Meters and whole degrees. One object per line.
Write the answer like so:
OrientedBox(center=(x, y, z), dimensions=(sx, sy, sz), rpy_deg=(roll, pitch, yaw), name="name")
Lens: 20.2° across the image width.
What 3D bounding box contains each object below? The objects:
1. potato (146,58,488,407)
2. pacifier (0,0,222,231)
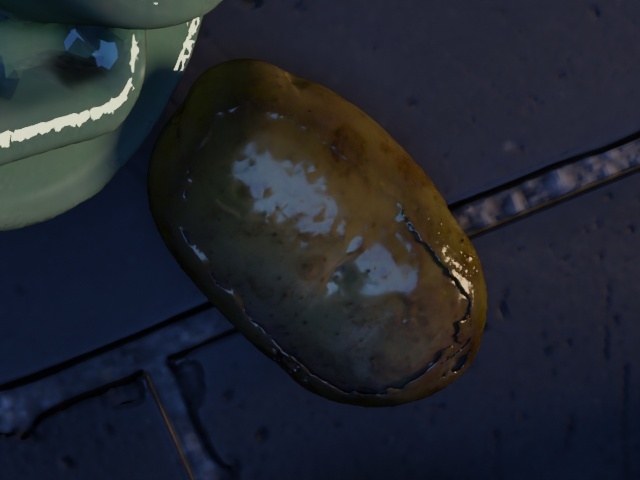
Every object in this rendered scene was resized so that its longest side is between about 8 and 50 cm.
OrientedBox(center=(0.000, 0.000, 0.768), dimensions=(0.170, 0.080, 0.107), rpy_deg=(41, 95, -13), name="potato")
OrientedBox(center=(-0.165, -0.170, 0.667), dimensions=(0.269, 0.288, 0.343), rpy_deg=(6, 113, 29), name="pacifier")
